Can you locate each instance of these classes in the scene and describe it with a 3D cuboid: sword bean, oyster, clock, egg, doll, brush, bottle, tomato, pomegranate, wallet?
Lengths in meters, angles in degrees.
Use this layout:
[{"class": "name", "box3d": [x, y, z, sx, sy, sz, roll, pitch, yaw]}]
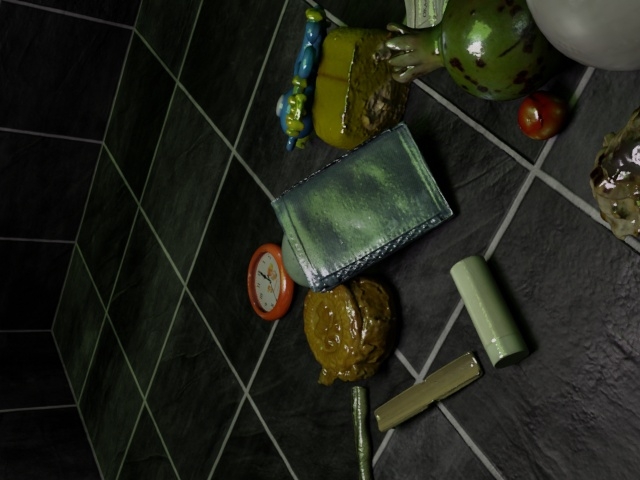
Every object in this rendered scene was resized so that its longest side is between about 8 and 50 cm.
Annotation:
[{"class": "sword bean", "box3d": [0.096, 0.459, 1.691, 0.043, 0.038, 0.270, 131, 136, -73]}, {"class": "oyster", "box3d": [0.518, -0.114, 1.083, 0.337, 0.133, 0.198, -21, 77, 56]}, {"class": "clock", "box3d": [-0.130, 0.109, 2.019, 0.205, 0.051, 0.205, -4, 85, 54]}, {"class": "egg", "box3d": [0.000, 0.000, 1.750, 0.169, 0.169, 0.237, 48, 121, 45]}, {"class": "doll", "box3d": [-0.041, -0.367, 1.758, 0.346, 0.098, 0.342, -67, -13, -75]}, {"class": "brush", "box3d": [0.217, 0.308, 1.533, 0.282, 0.048, 0.054, -42, 57, 35]}, {"class": "bottle", "box3d": [0.308, 0.128, 1.398, 0.072, 0.072, 0.202, -49, 51, 40]}, {"class": "tomato", "box3d": [0.381, -0.218, 1.326, 0.087, 0.075, 0.087, 2, 92, 54]}, {"class": "pomegranate", "box3d": [0.269, -0.340, 1.301, 0.242, 0.305, 0.243, 160, 90, -89]}, {"class": "wallet", "box3d": [0.085, -0.068, 1.599, 0.342, 0.075, 0.237, -31, 76, 16]}]

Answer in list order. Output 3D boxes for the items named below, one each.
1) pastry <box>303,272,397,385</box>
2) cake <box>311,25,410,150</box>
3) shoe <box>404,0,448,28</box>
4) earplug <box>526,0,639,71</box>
[{"class": "pastry", "box3d": [0.071, 0.189, 1.687, 0.240, 0.132, 0.235, -28, 72, 57]}, {"class": "cake", "box3d": [0.092, -0.323, 1.648, 0.156, 0.179, 0.261, 27, 112, 52]}, {"class": "shoe", "box3d": [0.237, -0.523, 1.503, 0.210, 0.132, 0.342, 11, 99, 51]}, {"class": "earplug", "box3d": [0.469, -0.406, 1.024, 0.394, 0.312, 0.313, -20, 71, 53]}]
